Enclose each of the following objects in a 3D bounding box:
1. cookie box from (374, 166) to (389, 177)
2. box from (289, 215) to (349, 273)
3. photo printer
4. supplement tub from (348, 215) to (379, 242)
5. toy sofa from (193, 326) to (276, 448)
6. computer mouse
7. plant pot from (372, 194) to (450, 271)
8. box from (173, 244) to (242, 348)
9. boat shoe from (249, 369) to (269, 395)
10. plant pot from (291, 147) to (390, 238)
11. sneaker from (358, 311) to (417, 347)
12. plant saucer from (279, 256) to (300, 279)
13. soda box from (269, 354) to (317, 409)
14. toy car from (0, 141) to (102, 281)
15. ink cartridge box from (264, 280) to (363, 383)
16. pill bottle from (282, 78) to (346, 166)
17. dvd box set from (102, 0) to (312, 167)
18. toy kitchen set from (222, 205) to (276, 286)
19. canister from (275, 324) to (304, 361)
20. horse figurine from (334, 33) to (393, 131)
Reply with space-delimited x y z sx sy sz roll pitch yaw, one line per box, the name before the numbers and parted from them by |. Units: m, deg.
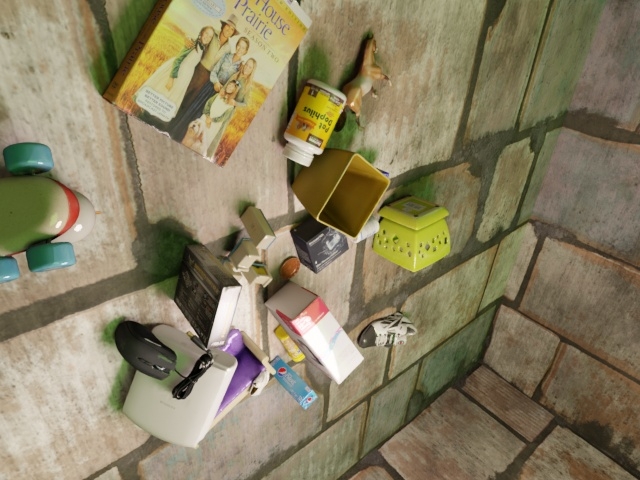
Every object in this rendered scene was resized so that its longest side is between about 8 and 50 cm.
cookie box | 0.160 -0.222 1.473 0.107 0.092 0.040 -7 118 -42
box | 0.000 0.000 1.468 0.156 0.093 0.158 -37 137 -21
photo printer | -0.405 0.424 1.244 0.107 0.256 0.307 -58 173 -77
supplement tub | 0.155 -0.041 1.613 0.107 0.071 0.070 -25 133 -30
toy sofa | -0.338 0.466 1.411 0.363 0.150 0.177 -41 140 -17
computer mouse | -0.408 0.286 1.132 0.184 0.262 0.060 -46 -177 13
plant pot | 0.356 -0.043 1.704 0.227 0.228 0.207 -23 124 -33
box | -0.301 0.140 1.151 0.056 0.231 0.182 1 115 -42
boat shoe | -0.198 0.455 1.401 0.035 0.035 0.100 4 122 -53
plant pot | 0.043 -0.160 1.322 0.212 0.187 0.212 25 98 -50
sneaker | 0.328 0.444 2.081 0.331 0.146 0.122 -17 129 -35
plant saucer | -0.104 0.093 1.490 0.084 0.013 0.083 -26 134 -31
soda box | -0.109 0.525 1.637 0.067 0.210 0.071 -42 140 -16
toy car | -0.537 -0.042 0.851 0.211 0.219 0.238 -14 178 2
ink cartridge box | -0.023 0.304 1.477 0.131 0.226 0.306 -40 114 -19
pill bottle | -0.024 -0.316 1.197 0.117 0.117 0.214 12 107 -49
dvd box set | -0.228 -0.406 0.970 0.308 0.062 0.420 29 95 -51
toy kitchen set | -0.184 0.025 1.309 0.166 0.122 0.207 13 127 -49
canister | -0.090 0.362 1.651 0.126 0.073 0.169 -41 138 -17
horse figurine | 0.122 -0.441 1.300 0.263 0.066 0.174 -55 147 -3
